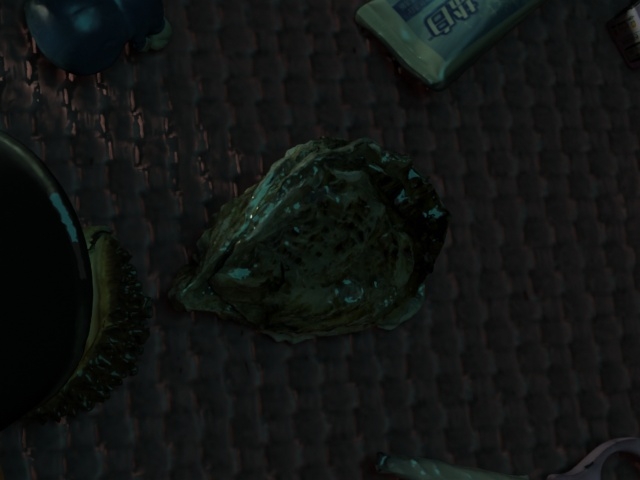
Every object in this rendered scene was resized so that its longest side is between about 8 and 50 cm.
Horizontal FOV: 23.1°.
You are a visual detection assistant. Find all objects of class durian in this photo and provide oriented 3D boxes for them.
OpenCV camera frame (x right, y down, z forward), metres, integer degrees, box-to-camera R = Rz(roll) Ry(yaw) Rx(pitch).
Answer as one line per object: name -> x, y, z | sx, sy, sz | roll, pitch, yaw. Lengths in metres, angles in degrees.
durian -> -0.130, 0.051, 0.861 | 0.066, 0.052, 0.130 | 12, 60, 20

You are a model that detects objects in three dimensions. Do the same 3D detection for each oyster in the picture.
oyster -> 0.000, 0.000, 0.919 | 0.177, 0.064, 0.125 | 10, 85, -33

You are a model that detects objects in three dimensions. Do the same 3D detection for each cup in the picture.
cup -> -0.215, 0.006, 0.692 | 0.176, 0.169, 0.223 | -19, 72, -54

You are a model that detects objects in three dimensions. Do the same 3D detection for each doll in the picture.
doll -> -0.132, -0.135, 0.903 | 0.083, 0.050, 0.076 | -35, 86, -27

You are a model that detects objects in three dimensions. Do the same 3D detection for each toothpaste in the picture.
toothpaste -> 0.142, -0.188, 1.048 | 0.268, 0.047, 0.069 | -36, 104, -25

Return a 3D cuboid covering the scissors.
scissors -> 0.125, 0.157, 0.947 | 0.212, 0.021, 0.110 | 16, 72, -20

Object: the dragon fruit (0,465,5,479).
dragon fruit -> -0.183, 0.219, 0.690 | 0.227, 0.224, 0.224 | -22, 85, -26

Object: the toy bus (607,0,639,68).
toy bus -> 0.262, -0.164, 1.098 | 0.131, 0.037, 0.052 | -26, 88, -28
